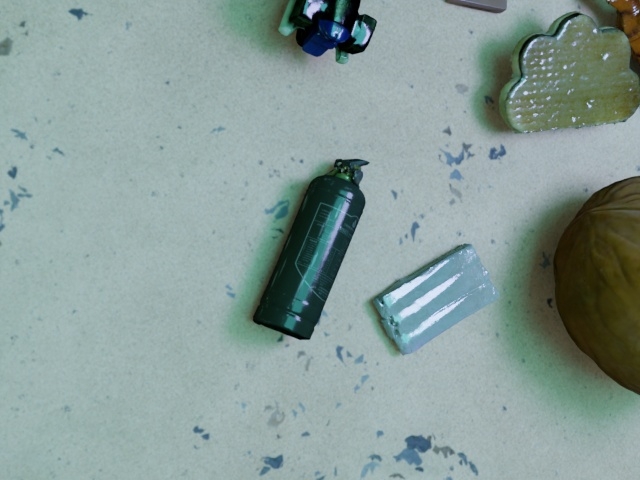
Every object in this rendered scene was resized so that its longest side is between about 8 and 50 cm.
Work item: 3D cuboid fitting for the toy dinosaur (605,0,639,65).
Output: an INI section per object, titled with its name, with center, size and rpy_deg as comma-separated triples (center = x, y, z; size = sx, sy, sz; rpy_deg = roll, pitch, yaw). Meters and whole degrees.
[toy dinosaur]
center = 0.626, -0.361, 1.894
size = 0.208, 0.097, 0.432
rpy_deg = -41, 111, -25

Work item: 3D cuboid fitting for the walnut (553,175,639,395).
[walnut]
center = 0.567, 0.084, 1.746
size = 0.398, 0.308, 0.354
rpy_deg = 47, 38, -17

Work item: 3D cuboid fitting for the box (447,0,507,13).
[box]
center = 0.268, -0.422, 1.767
size = 0.115, 0.025, 0.048
rpy_deg = 4, 82, -25

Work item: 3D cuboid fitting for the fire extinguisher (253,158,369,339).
[fire extinguisher]
center = 0.000, 0.000, 1.597
size = 0.114, 0.095, 0.311
rpy_deg = 38, 71, -59

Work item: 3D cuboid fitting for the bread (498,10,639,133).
[bread]
center = 0.430, -0.288, 1.769
size = 0.286, 0.056, 0.207
rpy_deg = -5, 104, -24

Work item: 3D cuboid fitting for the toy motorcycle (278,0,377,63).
[toy motorcycle]
center = 0.046, -0.439, 1.568
size = 0.125, 0.196, 0.331
rpy_deg = 23, 78, -24

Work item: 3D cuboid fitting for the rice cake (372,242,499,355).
[rice cake]
center = 0.191, 0.097, 1.712
size = 0.211, 0.038, 0.124
rpy_deg = -34, 103, -22
